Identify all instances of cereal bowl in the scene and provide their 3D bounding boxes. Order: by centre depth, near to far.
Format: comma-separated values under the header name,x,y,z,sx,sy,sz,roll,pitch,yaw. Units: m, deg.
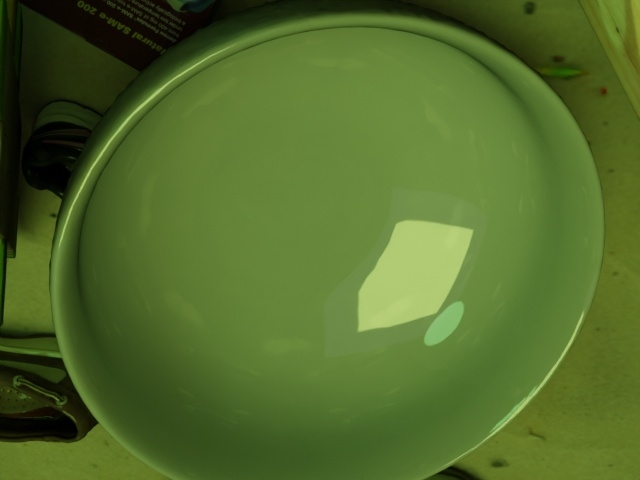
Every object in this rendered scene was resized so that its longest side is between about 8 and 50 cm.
name,x,y,z,sx,sy,sz,roll,pitch,yaw
cereal bowl,0.000,0.000,0.605,0.338,0.141,0.339,-7,120,-12

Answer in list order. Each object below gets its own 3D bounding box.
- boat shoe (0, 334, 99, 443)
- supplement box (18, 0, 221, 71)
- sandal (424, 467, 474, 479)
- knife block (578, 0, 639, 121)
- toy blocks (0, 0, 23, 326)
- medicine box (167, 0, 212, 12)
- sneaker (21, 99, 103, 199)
name,x,y,z,sx,sy,sz,roll,pitch,yaw
boat shoe,-0.303,0.126,0.777,0.257,0.095,0.095,-2,122,8
supplement box,-0.086,-0.224,0.539,0.130,0.073,0.239,30,120,-11
sandal,0.000,0.252,0.824,0.302,0.086,0.120,-3,122,9
knife block,0.187,-0.118,0.480,0.088,0.276,0.242,-27,145,23
toy blocks,-0.303,-0.052,0.506,0.260,0.381,0.191,3,86,-16
medicine box,-0.034,-0.286,0.373,0.289,0.149,0.263,-40,103,3
sneaker,-0.134,-0.027,0.669,0.178,0.077,0.072,23,124,-8
